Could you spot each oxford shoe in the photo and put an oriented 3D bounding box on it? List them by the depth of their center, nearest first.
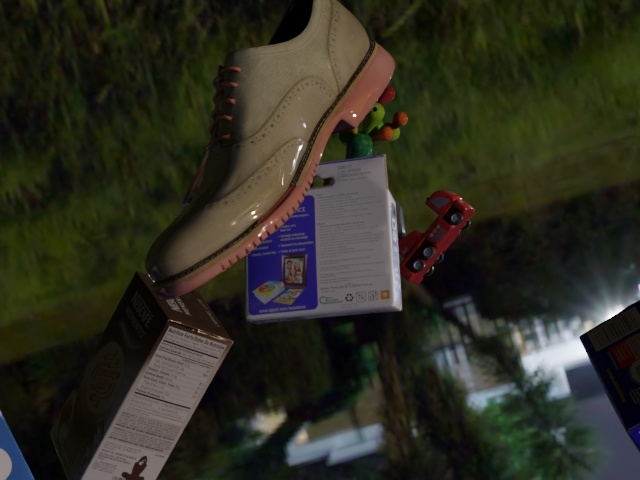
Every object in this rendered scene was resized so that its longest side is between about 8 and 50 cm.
[{"bbox_3d":[-0.076,-0.107,1.179,0.140,0.146,0.397,-16,-148,47],"label":"oxford shoe"}]

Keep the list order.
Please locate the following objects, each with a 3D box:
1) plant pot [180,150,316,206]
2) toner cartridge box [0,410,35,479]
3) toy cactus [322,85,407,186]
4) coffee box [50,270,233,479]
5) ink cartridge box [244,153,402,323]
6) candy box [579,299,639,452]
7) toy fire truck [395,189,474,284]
[{"bbox_3d":[-0.102,-0.091,1.751,0.165,0.167,0.167,26,175,-6],"label":"plant pot"},{"bbox_3d":[-0.362,0.353,1.258,0.165,0.348,0.075,-28,-171,-26],"label":"toner cartridge box"},{"bbox_3d":[0.040,-0.122,1.701,0.180,0.112,0.219,-62,-172,-28],"label":"toy cactus"},{"bbox_3d":[-0.223,0.182,1.422,0.098,0.246,0.141,23,-169,-33],"label":"coffee box"},{"bbox_3d":[0.000,0.000,1.549,0.206,0.208,0.045,-6,166,15],"label":"ink cartridge box"},{"bbox_3d":[0.511,0.281,1.620,0.122,0.317,0.268,-30,-159,11],"label":"candy box"},{"bbox_3d":[0.119,-0.010,1.697,0.192,0.135,0.047,-52,156,8],"label":"toy fire truck"}]
